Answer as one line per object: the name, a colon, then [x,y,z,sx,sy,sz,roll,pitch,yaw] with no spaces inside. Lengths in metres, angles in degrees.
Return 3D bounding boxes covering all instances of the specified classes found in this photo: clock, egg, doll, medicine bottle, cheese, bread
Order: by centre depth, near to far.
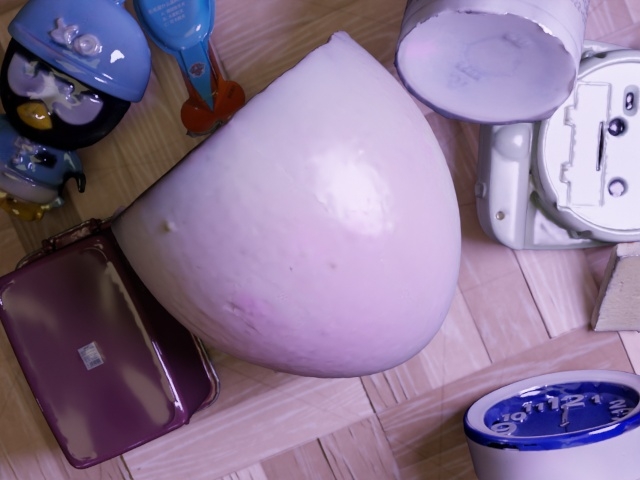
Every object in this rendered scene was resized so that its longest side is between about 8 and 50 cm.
medicine bottle: [0.204,-0.311,0.992,0.189,0.190,0.332,15,64,0]
egg: [0.000,0.000,1.007,0.354,0.354,0.340,-40,98,4]
clock: [0.290,0.226,1.077,0.230,0.230,0.083,-14,94,2]
doll: [-0.316,-0.177,1.100,0.177,0.141,0.314,29,98,-5]
clock: [0.357,-0.117,1.108,0.324,0.108,0.265,2,94,0]
cheese: [-0.164,-0.251,1.117,0.106,0.037,0.256,-22,79,11]
bread: [0.381,0.060,1.121,0.068,0.028,0.154,-3,136,0]

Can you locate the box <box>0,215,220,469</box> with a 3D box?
box: [-0.263,0.123,1.112,0.193,0.167,0.294,-24,94,1]
